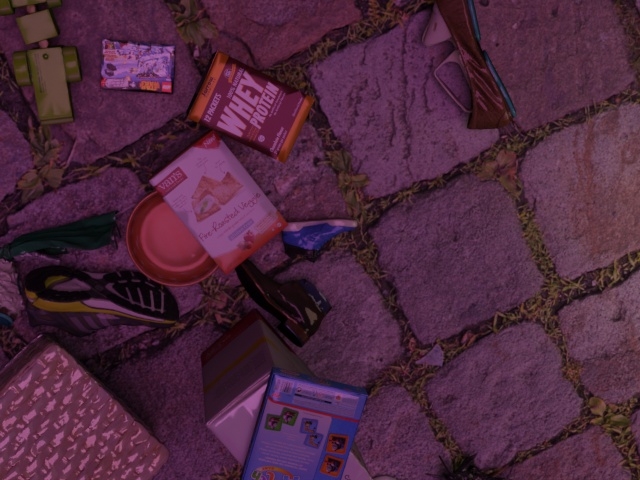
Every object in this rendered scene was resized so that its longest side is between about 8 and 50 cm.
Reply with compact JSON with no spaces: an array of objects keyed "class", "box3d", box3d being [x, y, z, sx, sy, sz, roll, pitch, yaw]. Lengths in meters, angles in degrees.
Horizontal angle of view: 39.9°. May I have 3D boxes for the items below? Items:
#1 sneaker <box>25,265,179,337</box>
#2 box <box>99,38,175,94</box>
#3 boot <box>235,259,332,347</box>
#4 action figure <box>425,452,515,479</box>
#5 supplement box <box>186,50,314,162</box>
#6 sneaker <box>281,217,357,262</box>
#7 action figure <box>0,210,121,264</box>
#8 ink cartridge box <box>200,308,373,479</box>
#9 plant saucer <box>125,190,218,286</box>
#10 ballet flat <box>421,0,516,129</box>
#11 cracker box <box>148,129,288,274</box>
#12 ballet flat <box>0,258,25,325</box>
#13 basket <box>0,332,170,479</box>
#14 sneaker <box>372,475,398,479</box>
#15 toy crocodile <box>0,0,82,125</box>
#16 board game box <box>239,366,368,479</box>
[{"class":"sneaker","box3d":[-0.422,0.128,1.700,0.300,0.111,0.121,12,133,-20]},{"class":"box","box3d":[-0.343,-0.326,1.658,0.137,0.027,0.094,3,98,-9]},{"class":"boot","box3d":[-0.075,0.099,1.770,0.106,0.082,0.219,-42,100,-22]},{"class":"action figure","box3d":[0.355,0.565,1.874,0.275,0.141,0.164,42,70,-15]},{"class":"supplement box","box3d":[-0.134,-0.247,1.620,0.191,0.194,0.129,24,96,-12]},{"class":"sneaker","box3d":[0.000,0.000,1.756,0.152,0.058,0.085,-5,95,-4]},{"class":"action figure","box3d":[-0.498,0.006,1.662,0.232,0.137,0.063,-9,115,1]},{"class":"ink cartridge box","box3d":[-0.077,0.320,1.637,0.160,0.385,0.279,-39,103,-1]},{"class":"plant saucer","box3d":[-0.279,-0.010,1.723,0.200,0.037,0.200,-2,101,-9]},{"class":"ballet flat","box3d":[0.272,-0.368,1.720,0.124,0.116,0.342,-20,108,15]},{"class":"cracker box","box3d":[-0.194,-0.074,1.671,0.155,0.067,0.232,-39,103,-4]},{"class":"ballet flat","box3d":[-0.751,0.092,1.631,0.408,0.147,0.147,1,100,-5]},{"class":"basket","box3d":[-0.495,0.388,1.605,0.328,0.266,0.331,47,69,-13]},{"class":"sneaker","box3d":[0.169,0.544,1.885,0.152,0.061,0.054,12,100,-10]},{"class":"toy crocodile","box3d":[-0.507,-0.378,1.593,0.115,0.105,0.341,-12,107,-7]},{"class":"board game box","box3d":[-0.030,0.324,1.427,0.160,0.039,0.211,15,99,-9]}]
